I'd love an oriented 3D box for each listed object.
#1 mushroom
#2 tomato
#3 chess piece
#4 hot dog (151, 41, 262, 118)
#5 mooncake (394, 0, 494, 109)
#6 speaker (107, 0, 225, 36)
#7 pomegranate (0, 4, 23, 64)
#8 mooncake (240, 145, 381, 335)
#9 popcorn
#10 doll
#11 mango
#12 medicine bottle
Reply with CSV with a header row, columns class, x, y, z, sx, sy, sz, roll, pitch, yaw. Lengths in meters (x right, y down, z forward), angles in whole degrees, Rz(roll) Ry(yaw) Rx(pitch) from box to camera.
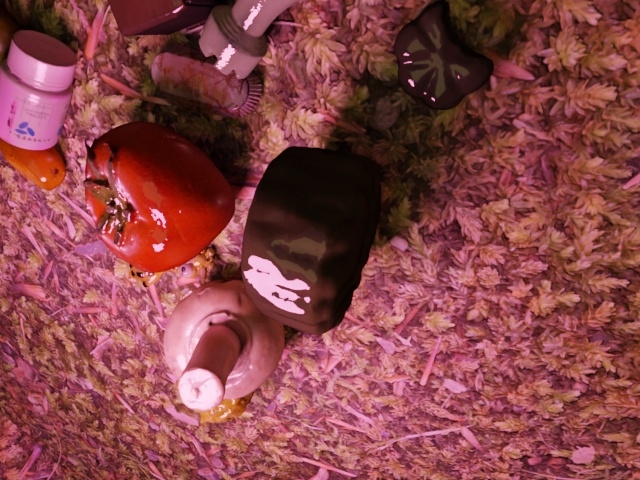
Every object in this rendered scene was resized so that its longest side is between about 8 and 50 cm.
class,x,y,z,sx,sy,sz,roll,pitch,yaw
mushroom,-0.248,0.286,1.074,0.314,0.356,0.315,-4,141,-3
tomato,-0.367,-0.102,0.952,0.341,0.272,0.342,13,115,29
chess piece,-0.099,-0.436,0.733,0.195,0.195,0.299,49,130,-9
hot dog,-0.249,-0.341,0.898,0.252,0.069,0.131,18,112,8
mooncake,0.213,-0.318,0.718,0.174,0.104,0.169,18,115,7
speaker,-0.315,-0.527,0.772,0.192,0.153,0.231,-7,114,23
pomegranate,-0.801,-0.471,0.988,0.179,0.180,0.210,29,153,4
mooncake,0.000,0.000,0.813,0.194,0.356,0.357,13,120,16
popcorn,-0.322,0.437,1.259,0.256,0.194,0.255,36,119,22
doll,-0.425,0.068,1.164,0.290,0.086,0.117,-6,84,22
mango,-0.796,-0.236,1.138,0.217,0.102,0.141,39,146,1
medicine bottle,-0.693,-0.358,1.003,0.152,0.152,0.254,42,122,-4
